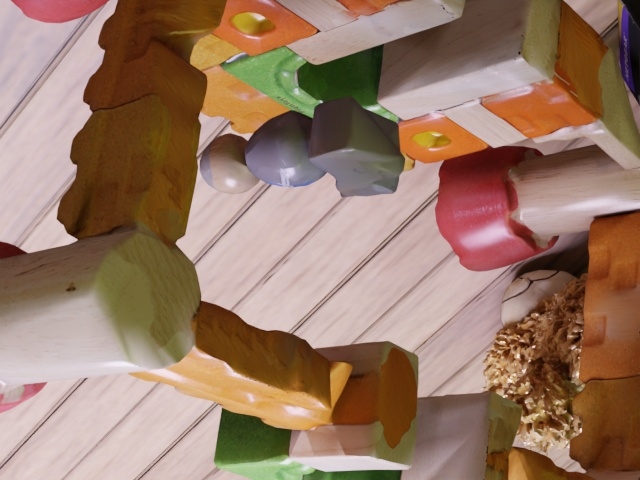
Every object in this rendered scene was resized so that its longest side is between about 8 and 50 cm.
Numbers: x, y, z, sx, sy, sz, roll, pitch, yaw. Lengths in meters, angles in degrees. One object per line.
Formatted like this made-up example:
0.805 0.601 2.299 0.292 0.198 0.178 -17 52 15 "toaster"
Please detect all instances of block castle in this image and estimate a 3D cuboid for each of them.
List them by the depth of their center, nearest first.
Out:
0.000 0.000 0.720 0.213 0.303 0.453 -11 152 42 "block castle"

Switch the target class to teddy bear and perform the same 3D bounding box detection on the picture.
0.214 0.057 0.965 0.113 0.338 0.245 38 90 -5 "teddy bear"

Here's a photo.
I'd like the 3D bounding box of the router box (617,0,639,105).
0.372 -0.099 0.820 0.308 0.243 0.081 -19 141 0 "router box"
